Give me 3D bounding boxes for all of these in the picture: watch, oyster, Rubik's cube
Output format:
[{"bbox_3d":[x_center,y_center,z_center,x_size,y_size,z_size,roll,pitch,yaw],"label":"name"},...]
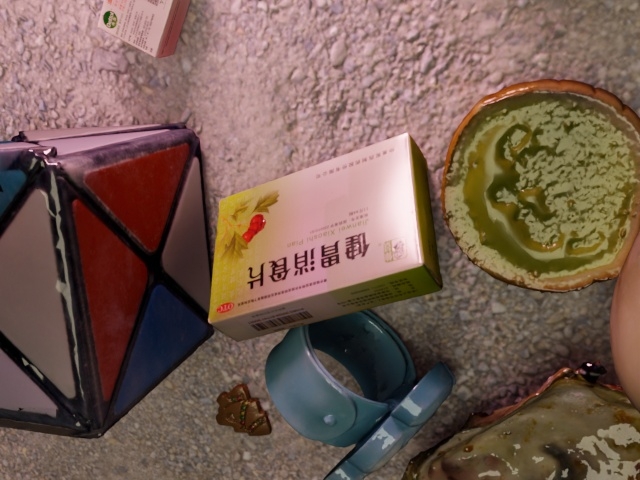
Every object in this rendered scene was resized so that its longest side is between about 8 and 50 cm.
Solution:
[{"bbox_3d":[0.040,0.166,0.819,0.193,0.211,0.211,45,116,12],"label":"watch"},{"bbox_3d":[0.261,0.270,0.817,0.361,0.096,0.221,-39,97,26],"label":"oyster"},{"bbox_3d":[-0.333,0.023,0.819,0.310,0.305,0.307,1,107,19],"label":"Rubik's cube"}]

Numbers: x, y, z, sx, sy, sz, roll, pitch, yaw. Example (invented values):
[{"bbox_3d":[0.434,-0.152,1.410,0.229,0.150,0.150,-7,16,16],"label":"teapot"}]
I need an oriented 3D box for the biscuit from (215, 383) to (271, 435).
[{"bbox_3d":[-0.110,0.252,0.980,0.092,0.016,0.082,38,115,5],"label":"biscuit"}]

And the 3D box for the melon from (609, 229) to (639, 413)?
[{"bbox_3d":[0.387,0.047,0.600,0.223,0.223,0.317,19,124,12],"label":"melon"}]

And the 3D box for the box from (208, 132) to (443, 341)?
[{"bbox_3d":[-0.001,-0.001,0.772,0.260,0.175,0.062,-17,143,22],"label":"box"}]

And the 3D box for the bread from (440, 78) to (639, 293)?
[{"bbox_3d":[0.242,-0.055,0.725,0.236,0.070,0.236,5,108,17],"label":"bread"}]

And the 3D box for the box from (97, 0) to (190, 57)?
[{"bbox_3d":[-0.204,-0.293,0.811,0.089,0.043,0.125,30,115,7],"label":"box"}]
